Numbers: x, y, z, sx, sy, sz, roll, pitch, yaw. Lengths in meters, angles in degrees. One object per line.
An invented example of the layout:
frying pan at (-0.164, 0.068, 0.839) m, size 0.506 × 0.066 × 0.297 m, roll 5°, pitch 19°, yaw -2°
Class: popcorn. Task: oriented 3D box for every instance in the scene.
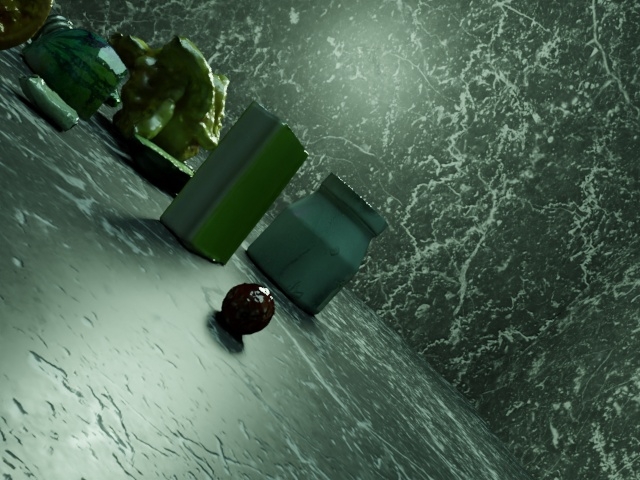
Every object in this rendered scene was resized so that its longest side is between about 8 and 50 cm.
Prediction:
popcorn at (-0.338, -0.330, 1.834) m, size 0.289 × 0.326 × 0.321 m, roll 6°, pitch 44°, yaw -36°

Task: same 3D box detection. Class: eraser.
eraser at (-0.148, -0.096, 1.451) m, size 0.092 × 0.274 × 0.210 m, roll 36°, pitch -2°, yaw 17°

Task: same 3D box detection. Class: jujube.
jujube at (-0.103, 0.097, 1.146) m, size 0.077 × 0.077 × 0.129 m, roll 44°, pitch -3°, yaw -2°

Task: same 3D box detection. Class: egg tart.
egg tart at (-0.542, -0.400, 1.292) m, size 0.202 × 0.203 × 0.147 m, roll 43°, pitch -11°, yaw -19°

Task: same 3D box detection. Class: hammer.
hammer at (-0.420, -0.243, 2.406) m, size 0.058 × 0.029 × 0.292 m, roll 45°, pitch 0°, yaw -24°

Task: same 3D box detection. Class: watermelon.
watermelon at (-0.507, -0.373, 1.650) m, size 0.231 × 0.146 × 0.128 m, roll 46°, pitch 3°, yaw 1°

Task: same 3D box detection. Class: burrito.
burrito at (-0.452, -0.232, 1.318) m, size 0.118 × 0.044 × 0.074 m, roll 45°, pitch 4°, yaw -37°

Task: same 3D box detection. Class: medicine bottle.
medicine bottle at (0.000, 0.000, 1.950) m, size 0.245 × 0.290 × 0.245 m, roll 43°, pitch 2°, yaw -2°

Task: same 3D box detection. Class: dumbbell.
dumbbell at (-0.596, -0.434, 1.890) m, size 0.255 × 0.110 × 0.110 m, roll 52°, pitch 5°, yaw 22°

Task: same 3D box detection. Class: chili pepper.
chili pepper at (-0.618, -0.445, 2.146) m, size 0.216 × 0.062 × 0.108 m, roll 45°, pitch 9°, yaw 7°

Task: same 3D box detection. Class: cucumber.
cucumber at (-0.339, -0.156, 1.695) m, size 0.115 × 0.063 × 0.244 m, roll 40°, pitch 0°, yaw 29°
